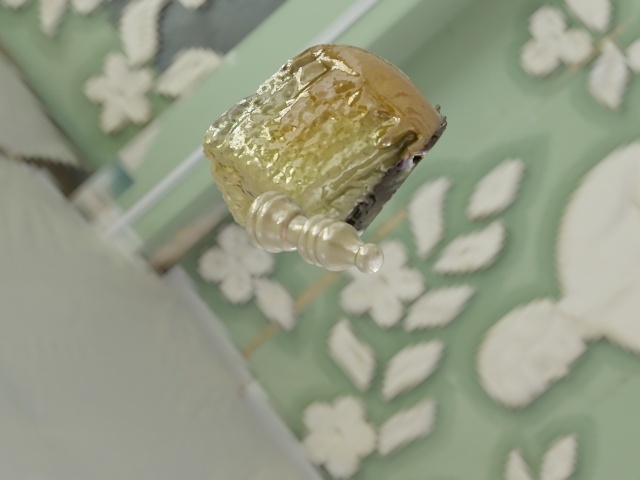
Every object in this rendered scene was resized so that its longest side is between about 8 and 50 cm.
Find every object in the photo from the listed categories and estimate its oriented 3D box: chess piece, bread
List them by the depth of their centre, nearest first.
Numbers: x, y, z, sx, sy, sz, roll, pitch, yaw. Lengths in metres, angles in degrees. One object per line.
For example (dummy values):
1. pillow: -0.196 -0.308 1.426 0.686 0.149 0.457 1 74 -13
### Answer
1. chess piece: 0.000 0.000 1.062 0.092 0.035 0.035 22 169 42
2. bread: 0.005 -0.095 1.770 0.162 0.204 0.262 54 164 -14
